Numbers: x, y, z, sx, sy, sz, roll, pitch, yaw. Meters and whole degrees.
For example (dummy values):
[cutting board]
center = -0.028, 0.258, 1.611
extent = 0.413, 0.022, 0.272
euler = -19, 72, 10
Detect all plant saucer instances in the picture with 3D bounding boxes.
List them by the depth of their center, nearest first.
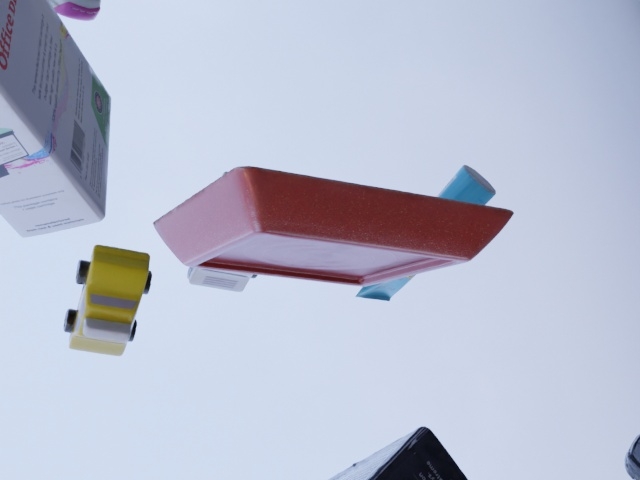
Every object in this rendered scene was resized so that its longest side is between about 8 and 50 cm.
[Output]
[plant saucer]
center = 0.000, 0.000, 0.852
extent = 0.259, 0.258, 0.048
euler = 9, -103, -24

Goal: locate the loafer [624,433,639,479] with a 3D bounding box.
[loafer]
center = 0.324, 0.207, 0.701
extent = 0.076, 0.078, 0.223
euler = 21, -165, -30

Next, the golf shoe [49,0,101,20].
[golf shoe]
center = -0.369, -0.429, 1.254
extent = 0.115, 0.140, 0.306
euler = -2, -129, -47

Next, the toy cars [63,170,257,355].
[toy cars]
center = -0.206, 0.055, 1.264
extent = 0.176, 0.393, 0.087
euler = 53, -166, -37

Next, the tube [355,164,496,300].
[tube]
center = 0.128, -0.001, 1.138
extent = 0.080, 0.207, 0.052
euler = 16, -149, -49

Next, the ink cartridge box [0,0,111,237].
[ink cartridge box]
center = -0.348, -0.166, 1.044
extent = 0.278, 0.117, 0.202
euler = 66, -165, -55

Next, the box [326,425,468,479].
[box]
center = -0.029, 0.334, 0.707
extent = 0.294, 0.296, 0.183
euler = -30, -99, -44
